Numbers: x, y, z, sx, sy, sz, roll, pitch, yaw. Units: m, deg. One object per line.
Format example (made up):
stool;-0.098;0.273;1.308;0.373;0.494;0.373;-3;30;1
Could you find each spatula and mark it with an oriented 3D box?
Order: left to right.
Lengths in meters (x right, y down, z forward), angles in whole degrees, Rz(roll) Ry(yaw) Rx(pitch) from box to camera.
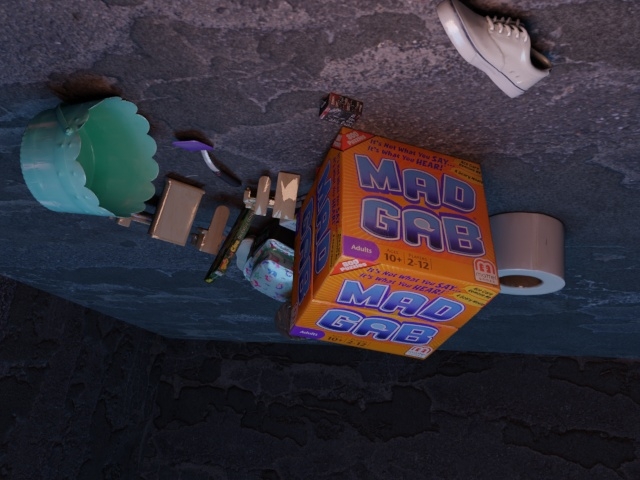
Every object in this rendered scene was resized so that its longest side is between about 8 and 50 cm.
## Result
spatula;-0.281;-0.198;1.667;0.084;0.030;0.296;1;160;22

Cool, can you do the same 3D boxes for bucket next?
bucket;-0.518;-0.185;1.449;0.183;0.281;0.281;1;160;20

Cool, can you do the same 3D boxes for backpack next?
backpack;-0.126;0.079;2.055;0.225;0.191;0.253;30;143;-18

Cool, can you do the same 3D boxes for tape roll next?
tape roll;0.567;0.042;1.822;0.246;0.169;0.246;7;160;2

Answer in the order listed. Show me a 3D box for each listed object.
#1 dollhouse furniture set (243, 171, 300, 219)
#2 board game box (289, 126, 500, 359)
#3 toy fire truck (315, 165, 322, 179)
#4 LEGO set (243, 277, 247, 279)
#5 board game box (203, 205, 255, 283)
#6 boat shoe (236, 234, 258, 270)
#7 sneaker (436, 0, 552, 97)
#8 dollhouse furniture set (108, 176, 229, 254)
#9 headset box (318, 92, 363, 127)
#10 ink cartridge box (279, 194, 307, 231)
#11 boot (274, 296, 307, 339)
dollhouse furniture set;-0.135;-0.144;1.772;0.144;0.123;0.151;9;-165;-3
board game box;0.152;0.020;1.506;0.356;0.357;0.356;12;143;-14
toy fire truck;0.098;-0.151;1.633;0.192;0.047;0.135;-6;153;28
LEGO set;-0.175;0.124;2.546;0.182;0.060;0.244;6;166;-34
board game box;-0.256;0.001;1.883;0.030;0.260;0.136;34;152;-17
boat shoe;-0.239;0.035;2.227;0.095;0.079;0.254;22;153;6
sneaker;0.286;-0.327;1.040;0.091;0.094;0.258;-32;145;34
dollhouse furniture set;-0.478;-0.110;1.960;0.303;0.174;0.355;19;-178;-34
headset box;0.038;-0.272;1.338;0.083;0.032;0.062;14;159;-16
ink cartridge box;-0.015;-0.074;1.855;0.127;0.072;0.175;22;155;-37
boot;0.073;0.215;2.157;0.366;0.146;0.445;-27;169;9
